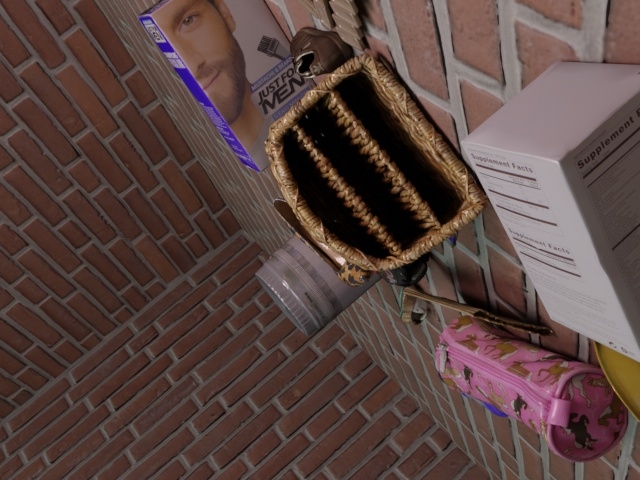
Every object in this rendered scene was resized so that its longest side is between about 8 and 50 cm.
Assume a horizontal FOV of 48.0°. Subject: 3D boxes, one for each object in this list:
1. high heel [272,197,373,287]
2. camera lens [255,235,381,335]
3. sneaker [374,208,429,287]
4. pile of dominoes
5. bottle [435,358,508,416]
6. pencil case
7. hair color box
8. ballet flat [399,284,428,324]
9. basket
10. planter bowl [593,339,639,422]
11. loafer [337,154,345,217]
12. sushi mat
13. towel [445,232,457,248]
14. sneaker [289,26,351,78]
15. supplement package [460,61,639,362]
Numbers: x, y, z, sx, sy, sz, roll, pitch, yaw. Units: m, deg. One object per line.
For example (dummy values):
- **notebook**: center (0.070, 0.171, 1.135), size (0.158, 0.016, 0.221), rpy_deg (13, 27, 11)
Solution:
- **high heel**: center (0.000, 0.000, 1.309), size (0.186, 0.093, 0.261), rpy_deg (26, -167, -15)
- **camera lens**: center (0.008, 0.068, 1.750), size (0.219, 0.274, 0.219), rpy_deg (48, 170, 12)
- **sneaker**: center (0.157, 0.016, 1.438), size (0.135, 0.097, 0.276), rpy_deg (39, 163, 21)
- **pile of dominoes**: center (-0.003, -0.371, 0.970), size (0.196, 0.040, 0.251), rpy_deg (46, 177, 18)
- **bottle**: center (0.355, 0.314, 1.659), size (0.118, 0.092, 0.283), rpy_deg (52, 170, -15)
- **pencil case**: center (0.349, 0.243, 1.249), size (0.386, 0.167, 0.160), rpy_deg (20, 132, 68)
- **hair color box**: center (-0.147, -0.314, 1.303), size (0.338, 0.185, 0.110), rpy_deg (54, 169, -25)
- **ballet flat**: center (0.231, 0.156, 1.757), size (0.067, 0.073, 0.206), rpy_deg (19, 163, 14)
- **basket**: center (0.061, -0.098, 1.105), size (0.299, 0.213, 0.223), rpy_deg (51, 171, -8)
- **planter bowl**: center (0.392, 0.125, 0.713), size (0.217, 0.217, 0.090), rpy_deg (46, 128, 21)
- **loafer**: center (0.060, -0.108, 1.391), size (0.134, 0.130, 0.366), rpy_deg (29, -173, -12)
- **sushi mat**: center (0.278, 0.128, 1.326), size (0.152, 0.019, 0.316), rpy_deg (17, 178, -16)
- **towel**: center (0.219, -0.021, 1.281), size (0.060, 0.009, 0.083), rpy_deg (45, 169, 21)
- **sneaker**: center (-0.022, -0.296, 1.150), size (0.066, 0.071, 0.188), rpy_deg (54, 169, -22)
- **supplement package**: center (0.267, -0.030, 0.683), size (0.244, 0.139, 0.134), rpy_deg (57, 167, -27)
